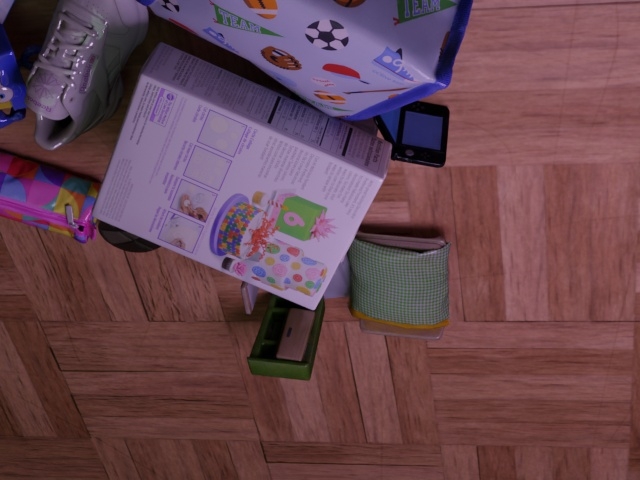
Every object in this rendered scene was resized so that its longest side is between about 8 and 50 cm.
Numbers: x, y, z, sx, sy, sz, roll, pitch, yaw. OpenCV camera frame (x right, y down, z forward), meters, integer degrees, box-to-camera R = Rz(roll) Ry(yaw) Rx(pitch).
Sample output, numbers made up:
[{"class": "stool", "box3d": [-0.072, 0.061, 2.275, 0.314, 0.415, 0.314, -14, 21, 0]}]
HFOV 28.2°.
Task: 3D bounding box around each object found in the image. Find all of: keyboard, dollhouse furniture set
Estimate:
[{"class": "keyboard", "box3d": [0.000, 0.000, 1.960, 0.072, 0.014, 0.256, -3, 134, 21]}, {"class": "dollhouse furniture set", "box3d": [0.042, 0.101, 1.929, 0.301, 0.151, 0.197, 5, 136, 13]}]

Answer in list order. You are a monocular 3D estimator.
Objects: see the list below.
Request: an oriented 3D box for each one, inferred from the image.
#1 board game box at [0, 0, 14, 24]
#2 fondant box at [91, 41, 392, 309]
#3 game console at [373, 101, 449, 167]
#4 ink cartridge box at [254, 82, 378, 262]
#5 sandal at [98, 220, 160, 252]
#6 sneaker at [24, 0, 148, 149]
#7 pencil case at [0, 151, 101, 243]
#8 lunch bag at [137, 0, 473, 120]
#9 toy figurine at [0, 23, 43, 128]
[{"class": "board game box", "box3d": [-0.440, -0.392, 1.626, 0.160, 0.039, 0.211, 26, 134, -16]}, {"class": "fondant box", "box3d": [-0.106, -0.079, 1.661, 0.330, 0.096, 0.238, 24, 126, -4]}, {"class": "game console", "box3d": [0.122, -0.167, 1.687, 0.107, 0.122, 0.071, 10, 136, 0]}, {"class": "ink cartridge box", "box3d": [-0.071, -0.102, 1.775, 0.273, 0.114, 0.197, 12, 125, -3]}, {"class": "sandal", "box3d": [-0.234, -0.055, 1.918, 0.219, 0.060, 0.090, -33, 112, 18]}, {"class": "sneaker", "box3d": [-0.312, -0.239, 1.668, 0.114, 0.152, 0.305, 30, 136, 11]}, {"class": "pencil case", "box3d": [-0.439, -0.071, 1.907, 0.236, 0.104, 0.104, 17, 135, -6]}, {"class": "lunch bag", "box3d": [-0.030, -0.299, 1.491, 0.328, 0.239, 0.385, 28, 165, -15]}, {"class": "toy figurine", "box3d": [-0.479, -0.257, 1.700, 0.217, 0.191, 0.362, -14, 141, -6]}]
